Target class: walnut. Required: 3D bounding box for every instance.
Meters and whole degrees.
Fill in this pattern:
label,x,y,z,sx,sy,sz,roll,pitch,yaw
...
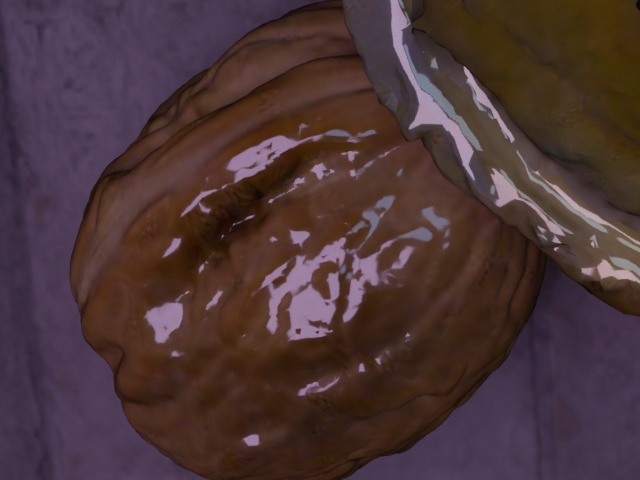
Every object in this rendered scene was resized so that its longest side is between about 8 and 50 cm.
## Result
label,x,y,z,sx,sy,sz,roll,pitch,yaw
walnut,0.000,0.000,0.512,0.184,0.155,0.155,-39,90,20

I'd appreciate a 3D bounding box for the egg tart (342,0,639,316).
label,x,y,z,sx,sy,sz,roll,pitch,yaw
egg tart,0.148,-0.119,0.403,0.315,0.120,0.315,0,90,-3
